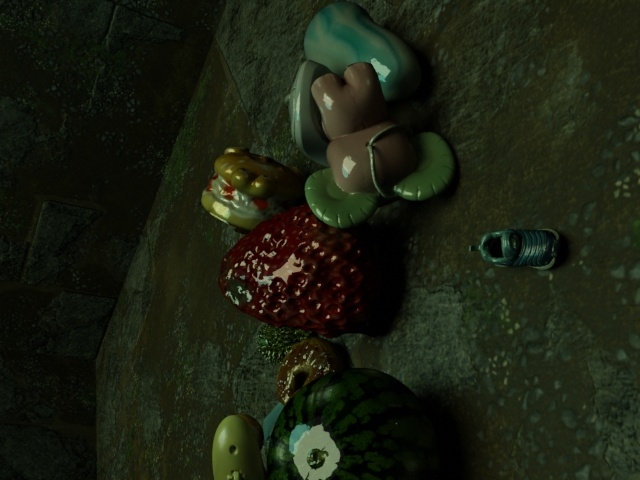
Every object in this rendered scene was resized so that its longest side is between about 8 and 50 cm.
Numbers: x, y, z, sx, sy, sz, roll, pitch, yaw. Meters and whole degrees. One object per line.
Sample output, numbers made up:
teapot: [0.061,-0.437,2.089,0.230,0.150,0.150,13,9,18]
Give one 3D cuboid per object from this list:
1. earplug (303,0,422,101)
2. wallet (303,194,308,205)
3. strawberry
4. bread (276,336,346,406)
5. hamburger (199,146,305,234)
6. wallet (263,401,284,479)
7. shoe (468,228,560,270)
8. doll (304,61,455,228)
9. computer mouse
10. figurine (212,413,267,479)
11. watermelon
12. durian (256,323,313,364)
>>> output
earplug: [0.109,-0.391,1.453,0.324,0.185,0.184,48,122,52]
wallet: [0.000,0.000,1.620,0.165,0.042,0.309,-38,45,54]
strawberry: [-0.020,0.049,1.351,0.291,0.310,0.291,-47,34,48]
bread: [-0.019,0.297,1.456,0.193,0.064,0.193,-25,50,34]
hamburger: [-0.171,-0.131,1.746,0.186,0.261,0.303,-69,-10,18]
wallet: [-0.054,0.473,1.484,0.176,0.075,0.250,-49,36,36]
shoe: [0.293,0.009,1.009,0.143,0.071,0.063,-1,78,58]
doll: [0.092,-0.164,1.274,0.216,0.284,0.268,66,-178,-55]
computer mouse: [-0.005,-0.269,1.485,0.121,0.297,0.184,2,80,28]
figurine: [-0.180,0.505,1.559,0.222,0.124,0.324,-95,1,-53]
watermelon: [0.056,0.349,1.101,0.285,0.285,0.284,-36,47,53]
durian: [-0.094,0.233,1.631,0.221,0.096,0.137,-7,87,51]
